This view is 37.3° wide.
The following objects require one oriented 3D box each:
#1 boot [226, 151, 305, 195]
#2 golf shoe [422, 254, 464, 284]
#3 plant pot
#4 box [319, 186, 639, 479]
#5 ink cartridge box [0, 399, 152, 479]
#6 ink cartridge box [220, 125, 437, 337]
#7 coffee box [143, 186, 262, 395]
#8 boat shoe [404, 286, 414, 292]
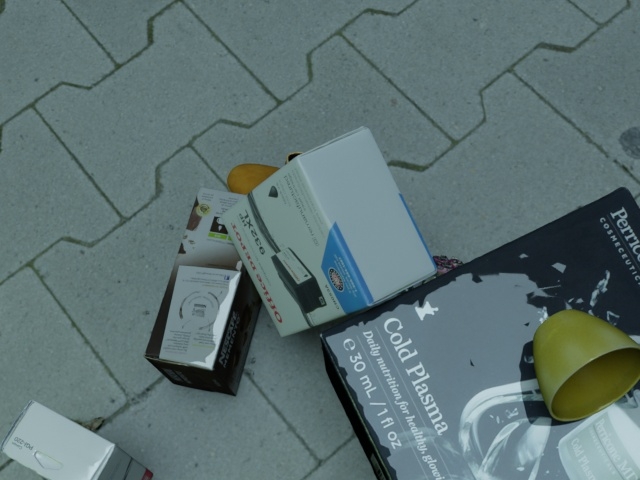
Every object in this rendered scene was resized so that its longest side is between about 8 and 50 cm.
[{"bbox_3d":[-0.046,-0.098,1.600,0.295,0.211,0.104,27,72,17],"label":"boot"},{"bbox_3d":[0.260,0.078,1.576,0.186,0.067,0.086,8,110,-2],"label":"golf shoe"},{"bbox_3d":[0.314,0.141,1.157,0.134,0.134,0.095,-25,49,-4],"label":"plant pot"},{"bbox_3d":[0.310,0.263,1.330,0.471,0.297,0.480,-25,74,-6],"label":"box"},{"bbox_3d":[-0.367,0.339,1.450,0.158,0.218,0.092,24,72,16],"label":"ink cartridge box"},{"bbox_3d":[0.000,0.000,1.380,0.129,0.307,0.223,-26,89,-28],"label":"ink cartridge box"},{"bbox_3d":[-0.171,0.086,1.561,0.118,0.168,0.297,10,68,12],"label":"coffee box"},{"bbox_3d":[0.132,0.039,1.612,0.038,0.046,0.125,-30,58,-1],"label":"boat shoe"}]
